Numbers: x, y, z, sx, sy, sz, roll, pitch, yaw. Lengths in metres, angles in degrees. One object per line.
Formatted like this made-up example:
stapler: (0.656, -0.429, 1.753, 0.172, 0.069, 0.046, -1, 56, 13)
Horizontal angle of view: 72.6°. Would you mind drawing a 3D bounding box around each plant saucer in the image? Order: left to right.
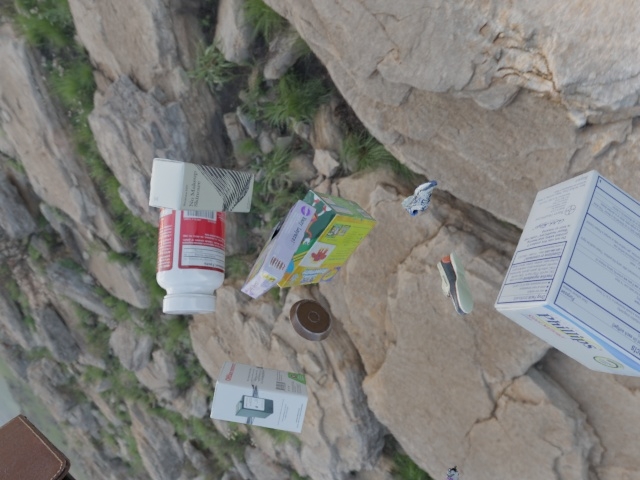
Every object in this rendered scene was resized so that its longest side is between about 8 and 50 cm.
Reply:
plant saucer: (-0.028, 0.275, 1.545, 0.168, 0.168, 0.029, 39, 131, 6)

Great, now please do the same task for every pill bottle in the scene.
pill bottle: (-0.451, 0.046, 1.528, 0.228, 0.228, 0.409, -16, 70, 46)

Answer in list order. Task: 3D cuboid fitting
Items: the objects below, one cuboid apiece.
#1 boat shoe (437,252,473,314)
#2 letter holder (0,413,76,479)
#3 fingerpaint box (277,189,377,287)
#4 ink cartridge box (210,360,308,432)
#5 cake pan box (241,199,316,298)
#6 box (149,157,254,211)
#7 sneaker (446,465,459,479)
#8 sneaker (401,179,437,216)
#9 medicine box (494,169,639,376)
boat shoe: (0.245, 0.082, 0.802, 0.049, 0.137, 0.043, 35, 126, -29)
letter holder: (-0.431, 0.387, 0.497, 0.214, 0.301, 0.152, 1, 116, 41)
fingerpaint box: (0.000, 0.000, 1.836, 0.163, 0.444, 0.371, 44, 108, 21)
ink cartridge box: (-0.196, 0.507, 1.435, 0.288, 0.211, 0.122, 12, 92, -5)
cake pan box: (-0.128, 0.028, 1.319, 0.070, 0.267, 0.245, 32, 151, -13)
box: (-0.281, -0.129, 1.073, 0.094, 0.275, 0.113, 11, 98, 24)
sneaker: (0.378, 0.669, 1.220, 0.038, 0.069, 0.098, -9, 133, 28)
sneaker: (0.275, -0.111, 1.164, 0.058, 0.052, 0.135, 61, 148, 14)
medicine box: (0.525, 0.066, 0.837, 0.263, 0.290, 0.149, 32, 164, -8)
